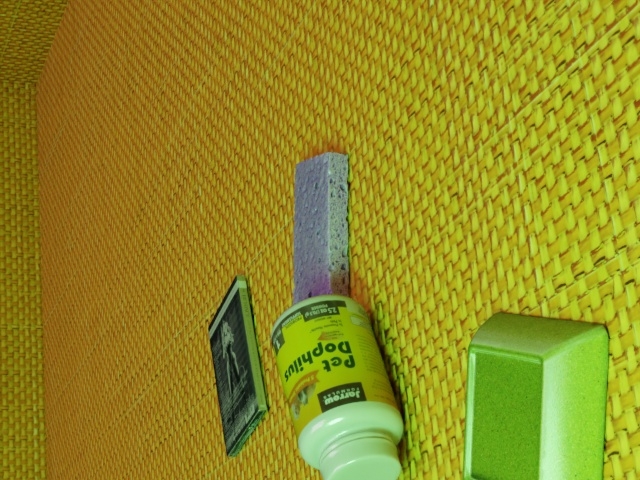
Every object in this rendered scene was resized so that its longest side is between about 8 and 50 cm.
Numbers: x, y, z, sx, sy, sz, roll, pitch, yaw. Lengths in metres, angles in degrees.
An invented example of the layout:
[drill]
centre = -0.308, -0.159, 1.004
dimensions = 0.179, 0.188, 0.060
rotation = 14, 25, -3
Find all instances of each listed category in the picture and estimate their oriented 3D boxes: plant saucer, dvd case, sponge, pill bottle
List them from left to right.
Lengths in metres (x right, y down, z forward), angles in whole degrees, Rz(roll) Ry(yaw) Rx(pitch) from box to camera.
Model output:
[dvd case]
centre = -0.125, 0.187, 1.895
dimensions = 0.164, 0.018, 0.221
rotation = 121, 144, -51
[sponge]
centre = 0.000, 0.000, 1.597
dimensions = 0.117, 0.031, 0.210
rotation = 165, 107, -66
[pill bottle]
centre = 0.021, 0.172, 1.413
dimensions = 0.117, 0.117, 0.215
rotation = 114, 149, -41
[plant saucer]
centre = 0.178, 0.161, 1.129
dimensions = 0.188, 0.045, 0.188
rotation = -179, 91, -67
